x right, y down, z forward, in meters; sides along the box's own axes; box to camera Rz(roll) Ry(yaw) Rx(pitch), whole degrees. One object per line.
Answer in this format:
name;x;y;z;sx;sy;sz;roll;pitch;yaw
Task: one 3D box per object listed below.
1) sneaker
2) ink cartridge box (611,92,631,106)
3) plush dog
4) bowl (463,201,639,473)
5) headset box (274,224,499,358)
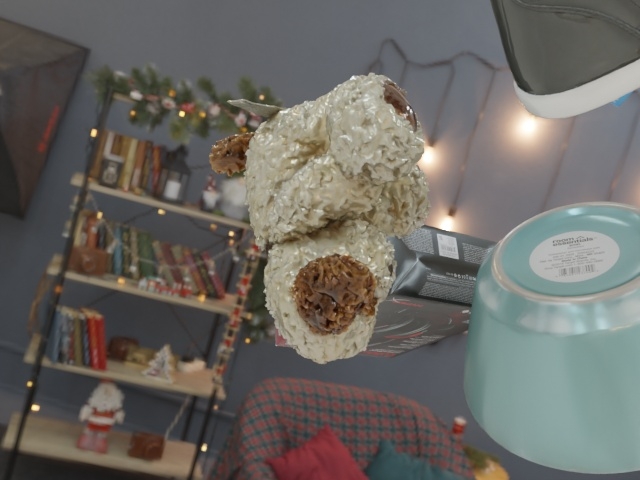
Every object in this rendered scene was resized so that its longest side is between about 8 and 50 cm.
sneaker;0.212;-0.201;0.434;0.147;0.296;0.104;51;11;-34
ink cartridge box;0.521;-0.386;1.371;0.168;0.171;0.233;34;-39;1
plush dog;0.000;0.000;0.754;0.210;0.225;0.262;-6;-16;7
bowl;0.287;0.073;0.863;0.311;0.163;0.311;-15;30;9
headset box;0.084;0.082;1.151;0.218;0.110;0.293;12;-27;-34
